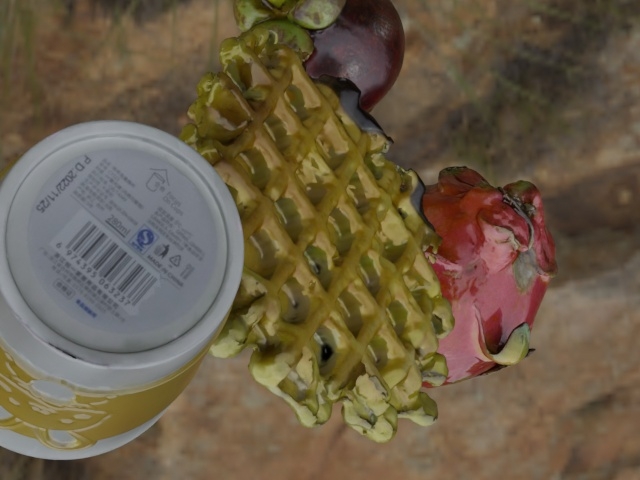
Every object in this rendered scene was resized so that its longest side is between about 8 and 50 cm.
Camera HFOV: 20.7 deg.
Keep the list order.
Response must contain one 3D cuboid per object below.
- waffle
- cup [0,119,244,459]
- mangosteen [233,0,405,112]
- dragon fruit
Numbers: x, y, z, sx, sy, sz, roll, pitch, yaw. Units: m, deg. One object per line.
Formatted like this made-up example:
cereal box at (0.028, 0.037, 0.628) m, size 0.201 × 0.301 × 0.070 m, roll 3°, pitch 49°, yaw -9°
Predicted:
waffle at (0.003, -0.001, 1.334) m, size 0.060 × 0.307 × 0.312 m, roll -18°, pitch 148°, yaw 34°
cup at (-0.168, 0.019, 1.063) m, size 0.241 × 0.185 × 0.226 m, roll 20°, pitch 161°, yaw -13°
mangosteen at (-0.001, -0.188, 1.551) m, size 0.146 × 0.156 × 0.181 m, roll -8°, pitch 134°, yaw 7°
dragon fruit at (0.116, 0.032, 1.661) m, size 0.227 × 0.224 × 0.224 m, roll -15°, pitch 140°, yaw 25°
